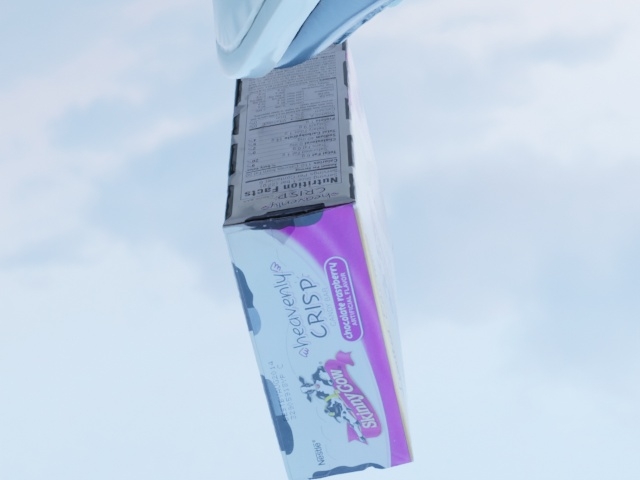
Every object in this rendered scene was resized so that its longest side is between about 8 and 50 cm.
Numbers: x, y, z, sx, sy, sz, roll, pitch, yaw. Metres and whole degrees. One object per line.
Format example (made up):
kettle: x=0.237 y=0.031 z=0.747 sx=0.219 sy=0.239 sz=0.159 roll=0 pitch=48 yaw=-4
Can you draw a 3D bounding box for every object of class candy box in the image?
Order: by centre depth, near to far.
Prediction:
candy box: x=0.000 y=0.000 z=0.967 sx=0.071 sy=0.159 sz=0.233 roll=-10 pitch=-152 yaw=6

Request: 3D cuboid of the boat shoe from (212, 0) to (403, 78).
boat shoe: x=0.026 y=-0.111 z=0.507 sx=0.099 sy=0.116 sz=0.319 roll=-2 pitch=179 yaw=-11
